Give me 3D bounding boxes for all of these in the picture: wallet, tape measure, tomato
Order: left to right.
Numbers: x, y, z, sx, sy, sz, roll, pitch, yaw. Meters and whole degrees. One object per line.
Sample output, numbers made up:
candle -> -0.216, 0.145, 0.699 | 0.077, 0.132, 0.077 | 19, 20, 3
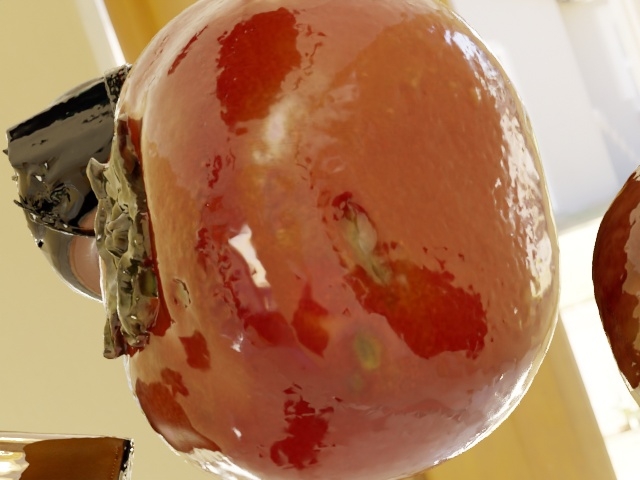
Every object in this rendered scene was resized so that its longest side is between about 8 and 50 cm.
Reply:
wallet -> -0.211, 0.179, 1.069 | 0.160, 0.042, 0.195 | 5, 17, -5
tape measure -> -0.129, -0.039, 1.255 | 0.202, 0.135, 0.223 | -26, -40, 13
tomato -> 0.000, 0.000, 1.020 | 0.289, 0.325, 0.293 | -2, -17, -25

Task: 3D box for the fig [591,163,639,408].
fig -> 0.235, 0.018, 0.806 | 0.205, 0.205, 0.205 | -19, 3, 1
